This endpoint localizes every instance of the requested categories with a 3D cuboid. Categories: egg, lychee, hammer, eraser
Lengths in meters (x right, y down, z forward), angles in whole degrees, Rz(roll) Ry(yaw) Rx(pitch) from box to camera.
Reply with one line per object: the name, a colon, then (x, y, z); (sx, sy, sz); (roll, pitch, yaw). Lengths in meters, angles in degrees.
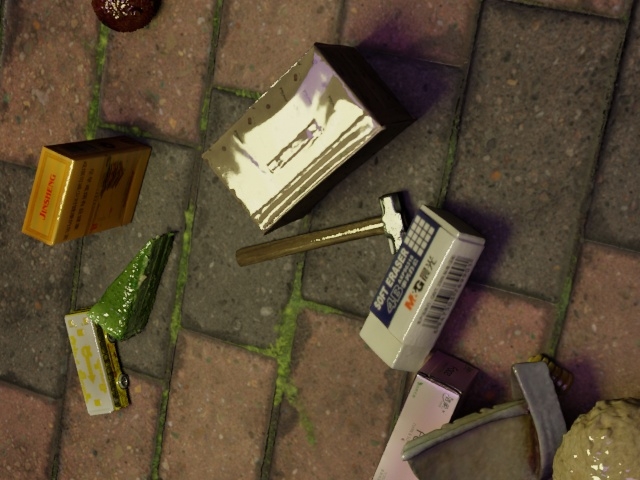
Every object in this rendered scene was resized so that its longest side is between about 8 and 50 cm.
egg: (0.528, 0.395, 1.655); (0.310, 0.279, 0.279); (42, 113, -8)
lychee: (-0.382, -0.465, 1.946); (0.129, 0.123, 0.123); (45, 112, 18)
hammer: (0.000, 0.000, 1.921); (0.365, 0.043, 0.111); (-13, 96, 26)
eraser: (0.178, 0.087, 1.804); (0.124, 0.081, 0.279); (43, 114, 49)

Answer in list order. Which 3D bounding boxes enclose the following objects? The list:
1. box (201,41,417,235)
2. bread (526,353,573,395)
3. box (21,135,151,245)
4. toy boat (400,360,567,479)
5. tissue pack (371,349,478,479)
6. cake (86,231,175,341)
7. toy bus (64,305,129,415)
box: (-0.017, -0.184, 1.789); (0.297, 0.225, 0.190); (-40, 84, 22)
bread: (0.406, 0.238, 1.799); (0.088, 0.034, 0.049); (37, 105, 13)
box: (-0.446, -0.101, 1.949); (0.076, 0.274, 0.174); (25, 108, 16)
toy boat: (0.311, 0.362, 1.763); (0.293, 0.111, 0.276); (-34, 119, 1)
tissue pack: (0.192, 0.339, 1.843); (0.092, 0.148, 0.246); (25, 110, 15)
cake: (-0.385, 0.074, 2.050); (0.099, 0.100, 0.235); (27, 109, 15)
toy bus: (-0.467, 0.252, 2.131); (0.081, 0.074, 0.226); (-9, 95, 23)
